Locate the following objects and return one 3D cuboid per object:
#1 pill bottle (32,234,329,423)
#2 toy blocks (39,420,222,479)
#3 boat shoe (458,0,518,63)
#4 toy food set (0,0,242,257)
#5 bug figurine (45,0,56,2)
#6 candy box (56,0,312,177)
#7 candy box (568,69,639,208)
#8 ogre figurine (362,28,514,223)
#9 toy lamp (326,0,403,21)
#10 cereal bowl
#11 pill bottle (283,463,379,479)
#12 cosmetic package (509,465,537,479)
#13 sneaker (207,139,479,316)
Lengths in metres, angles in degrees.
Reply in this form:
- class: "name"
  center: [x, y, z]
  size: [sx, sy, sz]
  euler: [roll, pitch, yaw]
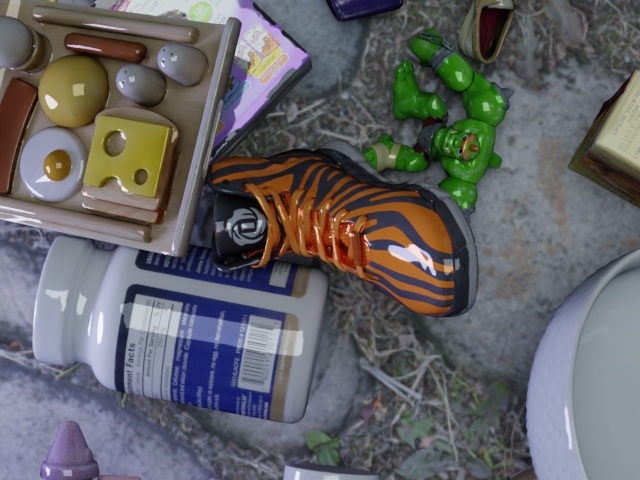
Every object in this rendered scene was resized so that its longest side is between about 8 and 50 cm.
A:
- class: "pill bottle"
  center: [-0.132, 0.079, 1.474]
  size: [0.264, 0.153, 0.153]
  euler: [11, 87, 2]
- class: "toy blocks"
  center: [-0.211, 0.290, 1.383]
  size: [0.288, 0.309, 0.260]
  euler: [2, 91, 1]
- class: "boat shoe"
  center: [0.175, -0.238, 1.515]
  size: [0.050, 0.045, 0.135]
  euler: [-2, 120, -24]
- class: "toy food set"
  center: [-0.229, -0.117, 1.424]
  size: [0.306, 0.092, 0.220]
  euler: [12, 87, 26]
- class: "bug figurine"
  center: [-0.414, -0.216, 1.539]
  size: [0.279, 0.072, 0.216]
  euler: [8, 87, 1]
- class: "candy box"
  center: [-0.134, -0.185, 1.532]
  size: [0.196, 0.070, 0.165]
  euler: [44, 88, 3]
- class: "candy box"
  center: [0.401, -0.035, 1.456]
  size: [0.316, 0.183, 0.088]
  euler: [30, 88, 3]
- class: "ogre figurine"
  center: [0.116, -0.101, 1.515]
  size: [0.118, 0.097, 0.197]
  euler: [18, 71, 20]
- class: "toy lamp"
  center: [0.130, -0.298, 1.533]
  size: [0.274, 0.080, 0.080]
  euler: [-25, 86, -1]
- class: "cereal bowl"
  center: [0.325, 0.179, 1.436]
  size: [0.338, 0.141, 0.339]
  euler: [8, 71, -26]
- class: "pill bottle"
  center: [-0.002, 0.348, 1.458]
  size: [0.146, 0.146, 0.264]
  euler: [6, 87, 1]
- class: "cosmetic package"
  center: [0.210, 0.251, 1.474]
  size: [0.041, 0.115, 0.060]
  euler: [-25, 87, 7]
- class: "sneaker"
  center: [0.000, 0.000, 1.392]
  size: [0.180, 0.321, 0.125]
  euler: [-9, 110, -26]
